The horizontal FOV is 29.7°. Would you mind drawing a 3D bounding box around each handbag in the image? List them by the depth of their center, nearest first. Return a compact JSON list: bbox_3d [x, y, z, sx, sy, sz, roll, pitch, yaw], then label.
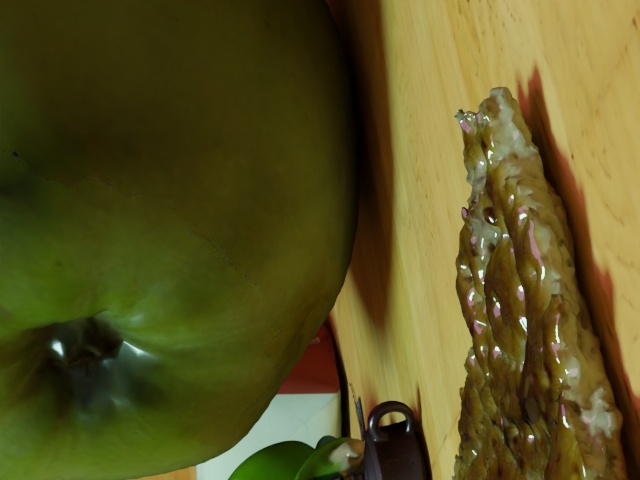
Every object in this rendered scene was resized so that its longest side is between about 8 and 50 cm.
[{"bbox_3d":[-0.052,0.148,1.287,0.298,0.151,0.171,-91,2,-65],"label":"handbag"}]

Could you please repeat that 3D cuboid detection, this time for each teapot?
[{"bbox_3d":[0.041,0.143,0.747,0.068,0.045,0.100,-112,16,-65],"label":"teapot"}]

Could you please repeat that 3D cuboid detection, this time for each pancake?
[{"bbox_3d":[0.056,0.072,0.439,0.266,0.057,0.244,153,111,-85],"label":"pancake"}]

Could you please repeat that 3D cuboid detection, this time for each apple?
[{"bbox_3d":[-0.186,-0.062,0.855,0.473,0.474,0.473,174,90,-85],"label":"apple"}]

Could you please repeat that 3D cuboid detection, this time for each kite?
[{"bbox_3d":[0.032,0.146,1.071,0.044,0.002,0.078,90,171,-48],"label":"kite"}]

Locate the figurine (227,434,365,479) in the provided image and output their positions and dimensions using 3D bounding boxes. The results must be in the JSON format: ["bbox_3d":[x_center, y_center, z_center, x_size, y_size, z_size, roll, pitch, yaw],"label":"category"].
[{"bbox_3d":[-0.004,0.221,0.892,0.263,0.143,0.162,130,138,-66],"label":"figurine"}]
